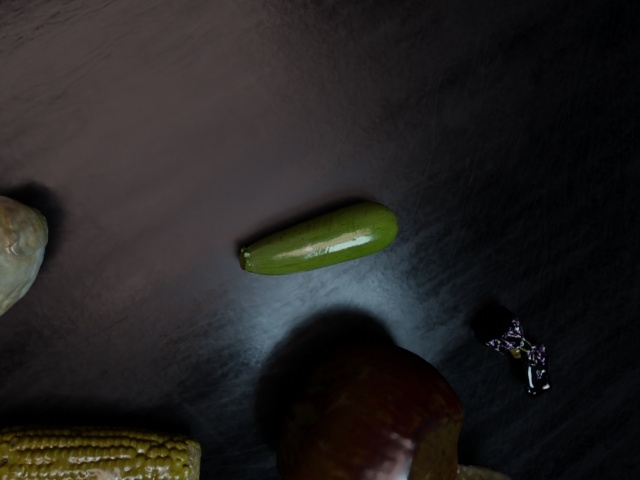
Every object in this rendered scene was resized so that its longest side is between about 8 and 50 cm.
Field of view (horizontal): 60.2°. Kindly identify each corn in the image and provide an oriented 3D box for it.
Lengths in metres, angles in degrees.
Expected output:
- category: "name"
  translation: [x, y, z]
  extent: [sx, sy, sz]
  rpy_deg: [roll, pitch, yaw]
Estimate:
- category: "corn"
  translation: [-0.268, 0.259, 0.631]
  extent: [0.261, 0.097, 0.097]
  rpy_deg: [8, 99, -20]

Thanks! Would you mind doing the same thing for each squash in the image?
- category: "squash"
  translation: [0.000, 0.000, 0.664]
  extent: [0.200, 0.066, 0.067]
  rpy_deg: [-14, 105, -9]

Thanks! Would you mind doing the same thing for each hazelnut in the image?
- category: "hazelnut"
  translation: [0.059, 0.245, 0.676]
  extent: [0.218, 0.218, 0.234]
  rpy_deg: [34, 73, -19]

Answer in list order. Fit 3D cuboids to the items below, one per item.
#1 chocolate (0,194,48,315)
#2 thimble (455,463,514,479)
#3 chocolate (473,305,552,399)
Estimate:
- category: "chocolate"
  translation: [-0.418, 0.040, 0.524]
  extent: [0.309, 0.134, 0.134]
  rpy_deg: [-18, 106, -11]
- category: "thimble"
  translation: [0.177, 0.433, 0.696]
  extent: [0.270, 0.271, 0.150]
  rpy_deg: [-16, 108, -11]
- category: "chocolate"
  translation: [0.277, 0.156, 0.780]
  extent: [0.072, 0.070, 0.147]
  rpy_deg: [-48, 119, -12]
